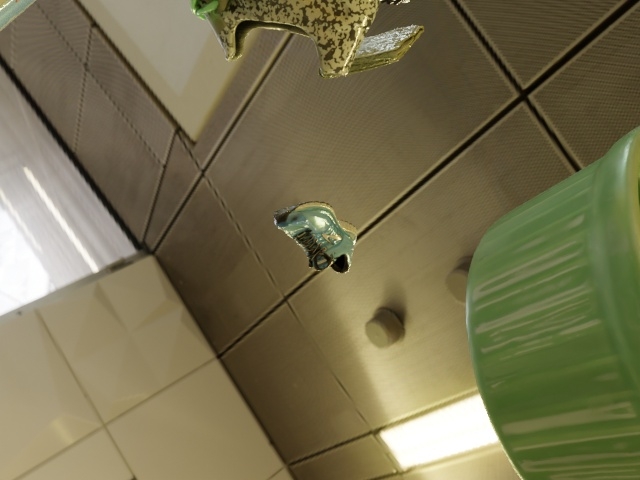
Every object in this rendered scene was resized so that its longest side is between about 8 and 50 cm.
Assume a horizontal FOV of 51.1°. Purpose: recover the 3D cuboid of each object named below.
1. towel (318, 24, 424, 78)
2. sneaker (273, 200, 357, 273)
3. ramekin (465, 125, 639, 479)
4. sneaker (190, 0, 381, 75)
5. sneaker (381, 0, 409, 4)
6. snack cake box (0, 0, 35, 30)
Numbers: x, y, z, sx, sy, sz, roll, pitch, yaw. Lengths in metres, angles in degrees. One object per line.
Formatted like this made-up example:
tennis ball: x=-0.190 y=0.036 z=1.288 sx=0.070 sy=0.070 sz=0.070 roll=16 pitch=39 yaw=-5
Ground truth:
towel: x=0.076 y=-0.287 z=1.013 sx=0.148 sy=0.110 sz=0.027 roll=-4 pitch=-57 yaw=38
sneaker: x=0.000 y=0.000 z=0.865 sx=0.063 sy=0.162 sz=0.073 roll=-15 pitch=-115 yaw=32
ramekin: x=0.248 y=0.079 z=0.504 sx=0.148 sy=0.303 sz=0.304 roll=-29 pitch=-91 yaw=44
sneaker: x=-0.112 y=-0.301 z=0.750 sx=0.410 sy=0.158 sz=0.182 roll=23 pitch=-75 yaw=14
sneaker: x=0.048 y=-0.391 z=0.921 sx=0.083 sy=0.221 sz=0.087 roll=-20 pitch=-107 yaw=54
snack cake box: x=-0.405 y=-0.235 z=0.643 sx=0.152 sy=0.264 sz=0.089 roll=46 pitch=-18 yaw=-20
